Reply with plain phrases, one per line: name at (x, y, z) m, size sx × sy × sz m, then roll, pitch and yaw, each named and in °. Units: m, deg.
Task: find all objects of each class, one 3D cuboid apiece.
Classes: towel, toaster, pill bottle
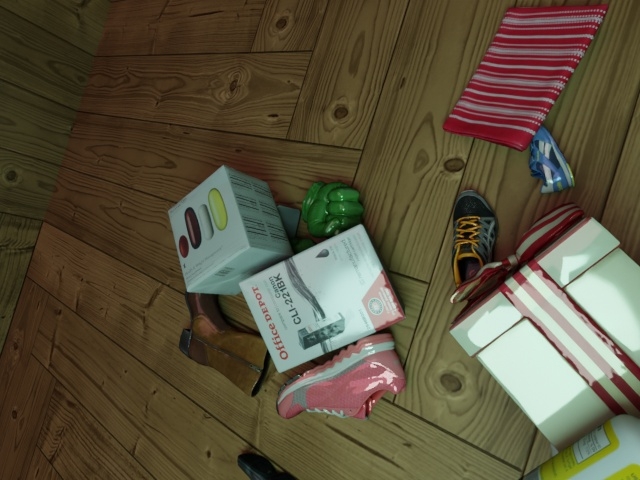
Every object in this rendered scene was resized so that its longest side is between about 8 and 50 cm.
towel at (0.364, -0.308, 0.813) m, size 0.199 × 0.031 × 0.275 m, roll 37°, pitch 102°, yaw 50°
toaster at (-0.153, -0.009, 1.087) m, size 0.168 × 0.110 × 0.186 m, roll 10°, pitch 85°, yaw 37°
pill bottle at (0.311, 0.258, 0.445) m, size 0.208 × 0.119 × 0.119 m, roll -49°, pitch 57°, yaw 22°

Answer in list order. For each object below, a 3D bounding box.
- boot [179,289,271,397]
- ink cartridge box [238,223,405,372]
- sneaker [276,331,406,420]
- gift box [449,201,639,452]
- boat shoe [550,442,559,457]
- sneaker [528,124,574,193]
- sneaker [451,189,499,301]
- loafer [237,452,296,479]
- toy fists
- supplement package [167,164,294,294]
boot at (-0.235, 0.217, 1.103) m, size 0.280 × 0.096 × 0.264 m, roll 15°, pitch 88°, yaw 35°
ink cartridge box at (0.005, 0.111, 0.869) m, size 0.272 × 0.114 × 0.197 m, roll -26°, pitch 87°, yaw 10°
sneaker at (0.035, 0.311, 0.883) m, size 0.313 × 0.116 × 0.136 m, roll -38°, pitch 62°, yaw 22°
gift box at (0.346, 0.118, 0.634) m, size 0.255 × 0.276 × 0.258 m, roll -44°, pitch 74°, yaw 15°
boat shoe at (0.492, 0.263, 0.578) m, size 0.367 × 0.135 × 0.157 m, roll -31°, pitch 60°, yaw 37°
sneaker at (0.393, -0.148, 0.774) m, size 0.059 × 0.053 × 0.144 m, roll -28°, pitch 64°, yaw 29°
sneaker at (0.279, 0.007, 0.801) m, size 0.084 × 0.083 × 0.215 m, roll -11°, pitch 72°, yaw 34°
loafer at (-0.127, 0.539, 0.979) m, size 0.170 × 0.062 × 0.061 m, roll 16°, pitch 94°, yaw 37°
toy fists at (0.000, 0.000, 0.988) m, size 0.142 × 0.096 × 0.279 m, roll 26°, pitch 94°, yaw 33°
supplement package at (-0.200, -0.015, 0.959) m, size 0.194 × 0.149 × 0.203 m, roll -33°, pitch 64°, yaw 24°
